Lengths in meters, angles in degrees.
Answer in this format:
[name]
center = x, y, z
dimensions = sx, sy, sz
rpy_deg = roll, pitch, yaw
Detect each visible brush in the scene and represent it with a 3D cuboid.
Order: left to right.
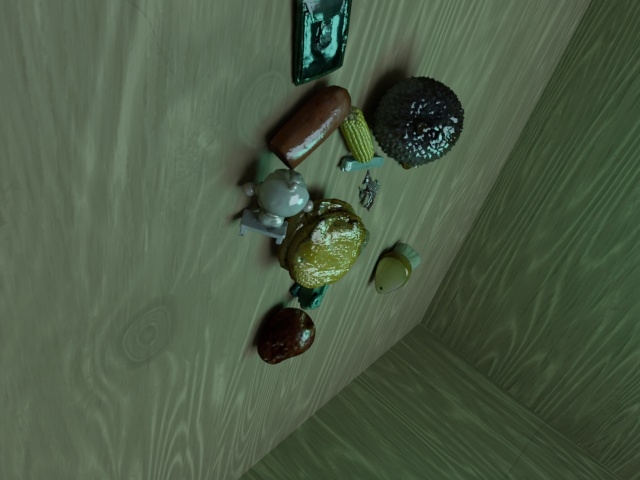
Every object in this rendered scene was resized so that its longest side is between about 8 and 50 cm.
[brush]
center = 0.377, 0.153, 2.619
dimensions = 0.166, 0.174, 0.266
rpy_deg = -36, 160, -52

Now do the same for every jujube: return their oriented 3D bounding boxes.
[jujube]
center = -0.139, 0.377, 1.996
dimensions = 0.255, 0.190, 0.190
rpy_deg = -46, 158, 17

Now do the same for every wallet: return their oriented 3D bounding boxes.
[wallet]
center = 0.003, -0.494, 1.232
dimensions = 0.160, 0.055, 0.236
rpy_deg = -31, 150, -25

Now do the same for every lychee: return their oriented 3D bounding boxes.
[lychee]
center = 0.305, -0.387, 1.648
dimensions = 0.300, 0.300, 0.300
rpy_deg = -40, 153, -26

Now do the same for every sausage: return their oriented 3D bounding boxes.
[sausage]
center = -0.019, -0.309, 1.368
dimensions = 0.259, 0.113, 0.113
rpy_deg = -46, 155, -10

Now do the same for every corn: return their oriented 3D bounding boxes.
[corn]
center = 0.116, -0.330, 1.606
dimensions = 0.081, 0.081, 0.248
rpy_deg = -50, 154, -6

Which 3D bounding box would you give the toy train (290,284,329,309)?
[toy train]
center = 0.003, 0.133, 1.992
dimensions = 0.194, 0.120, 0.298
rpy_deg = -29, 147, -50

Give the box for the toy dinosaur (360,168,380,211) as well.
[toy dinosaur]
center = 0.190, -0.193, 1.977
dimensions = 0.108, 0.032, 0.220
rpy_deg = -35, 141, -26

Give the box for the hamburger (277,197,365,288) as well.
[hamburger]
center = 0.000, 0.000, 1.697
dimensions = 0.290, 0.170, 0.314
rpy_deg = -8, 130, -36

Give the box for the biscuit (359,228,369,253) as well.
[biscuit]
center = 0.139, 0.038, 2.196
dimensions = 0.220, 0.033, 0.220
rpy_deg = -41, 155, -24

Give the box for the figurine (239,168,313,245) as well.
[figurine]
center = -0.122, -0.103, 1.379
dimensions = 0.144, 0.182, 0.256
rpy_deg = -56, 179, -38

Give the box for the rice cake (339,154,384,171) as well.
[rice cake]
center = 0.148, -0.271, 1.787
dimensions = 0.245, 0.042, 0.045
rpy_deg = -17, 134, -51

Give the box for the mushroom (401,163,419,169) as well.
[mushroom]
center = 0.360, -0.321, 2.039
dimensions = 0.088, 0.073, 0.129
rpy_deg = -43, -168, 12
